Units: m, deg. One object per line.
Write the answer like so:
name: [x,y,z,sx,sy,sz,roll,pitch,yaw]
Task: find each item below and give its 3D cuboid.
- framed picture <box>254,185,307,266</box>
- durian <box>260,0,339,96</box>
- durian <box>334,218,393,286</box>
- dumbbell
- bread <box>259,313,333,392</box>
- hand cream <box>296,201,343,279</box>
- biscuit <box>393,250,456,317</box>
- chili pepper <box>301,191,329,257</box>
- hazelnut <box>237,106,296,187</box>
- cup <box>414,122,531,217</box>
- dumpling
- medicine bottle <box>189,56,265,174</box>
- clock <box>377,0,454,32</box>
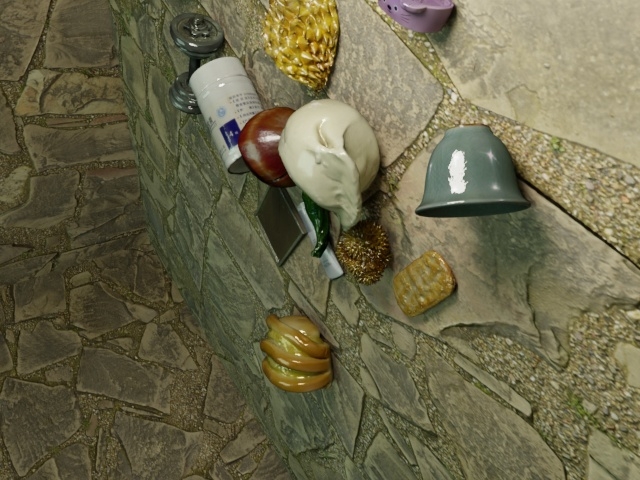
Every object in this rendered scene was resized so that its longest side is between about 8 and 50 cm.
framed picture: [-0.149,-0.062,1.911,0.232,0.024,0.315,63,153,13]
durian: [-0.038,-0.535,1.315,0.195,0.185,0.305,-23,78,40]
durian: [0.110,0.022,1.382,0.168,0.136,0.158,58,134,49]
dumbbell: [-0.440,-0.612,1.907,0.179,0.179,0.406,58,151,22]
bread: [-0.105,0.400,1.937,0.315,0.211,0.270,22,126,52]
hand cream: [0.000,0.000,1.647,0.079,0.048,0.255,-34,79,61]
biscuit: [0.239,0.107,1.301,0.118,0.029,0.247,63,152,14]
chili pepper: [-0.018,-0.095,1.546,0.122,0.065,0.279,-81,-17,-64]
hazelnut: [-0.111,-0.256,1.538,0.229,0.229,0.230,40,141,44]
cup: [0.265,-0.125,0.967,0.199,0.199,0.150,-9,82,62]
dumpling: [0.018,-0.179,1.314,0.395,0.233,0.316,-115,15,-53]
medicine bottle: [-0.272,-0.397,1.725,0.332,0.189,0.190,65,153,8]
clock: [0.159,-0.435,0.994,0.153,0.110,0.050,53,147,30]
